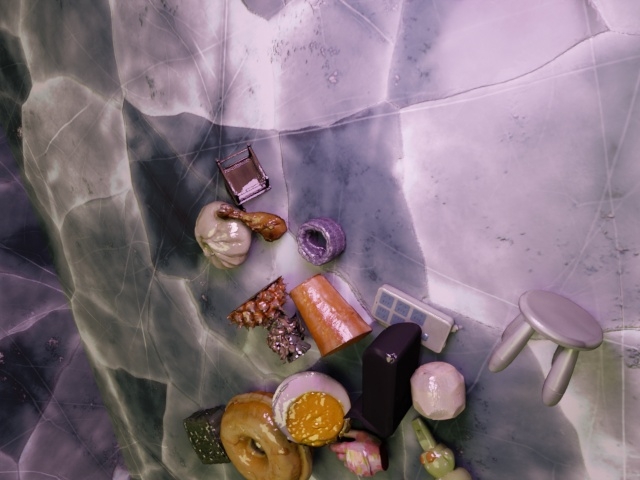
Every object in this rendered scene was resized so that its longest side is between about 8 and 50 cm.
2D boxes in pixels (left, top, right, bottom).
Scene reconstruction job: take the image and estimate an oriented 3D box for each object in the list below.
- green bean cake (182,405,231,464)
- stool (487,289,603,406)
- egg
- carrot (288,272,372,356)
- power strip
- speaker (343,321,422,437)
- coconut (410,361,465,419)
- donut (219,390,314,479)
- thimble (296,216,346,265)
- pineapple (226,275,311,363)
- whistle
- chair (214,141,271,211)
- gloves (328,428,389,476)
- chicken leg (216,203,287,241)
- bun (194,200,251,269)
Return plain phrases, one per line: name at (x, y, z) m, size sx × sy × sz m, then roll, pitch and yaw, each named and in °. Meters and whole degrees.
green bean cake at (-0.502, 0.902, 2.095) m, size 0.254 × 0.132 × 0.241 m, roll -22°, pitch 96°, yaw 37°
stool at (0.544, 0.253, 1.115) m, size 0.195 × 0.195 × 0.199 m, roll 31°, pitch 122°, yaw 22°
egg at (-0.024, 0.587, 1.639) m, size 0.286 × 0.174 × 0.265 m, roll 7°, pitch 93°, yaw 3°
carrot at (0.029, 0.234, 1.490) m, size 0.196 × 0.195 × 0.254 m, roll -44°, pitch 69°, yaw 36°
power strip at (0.279, 0.235, 1.385) m, size 0.270 × 0.046 × 0.118 m, roll 27°, pitch 119°, yaw 24°
speaker at (0.183, 0.425, 1.406) m, size 0.184 × 0.180 × 0.389 m, roll 19°, pitch 125°, yaw 30°
coconut at (0.345, 0.453, 1.341) m, size 0.160 × 0.161 × 0.162 m, roll -3°, pitch 96°, yaw 35°
donut at (-0.214, 0.801, 1.816) m, size 0.448 × 0.198 × 0.450 m, roll 12°, pitch 112°, yaw 32°
thimble at (0.002, 0.001, 1.464) m, size 0.150 × 0.097 × 0.150 m, roll 11°, pitch 110°, yaw 31°
pineapple at (-0.155, 0.301, 1.584) m, size 0.262 × 0.262 × 0.272 m, roll -38°, pitch 89°, yaw 37°
whistle at (0.369, 0.714, 1.426) m, size 0.294 × 0.141 × 0.141 m, roll 50°, pitch 126°, yaw 12°
chair at (-0.263, -0.209, 1.561) m, size 0.155 × 0.141 × 0.260 m, roll 61°, pitch 172°, yaw 3°
gloves at (0.122, 0.759, 1.623) m, size 0.241 × 0.126 × 0.145 m, roll -14°, pitch 102°, yaw 29°
chicken leg at (-0.234, -0.070, 1.559) m, size 0.251 × 0.087 × 0.107 m, roll 19°, pitch 139°, yaw -3°
bun at (-0.364, -0.013, 1.665) m, size 0.259 × 0.160 × 0.260 m, roll 16°, pitch 120°, yaw 30°
